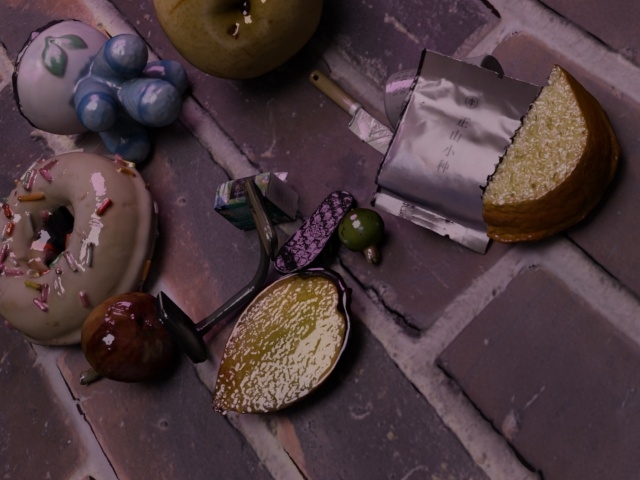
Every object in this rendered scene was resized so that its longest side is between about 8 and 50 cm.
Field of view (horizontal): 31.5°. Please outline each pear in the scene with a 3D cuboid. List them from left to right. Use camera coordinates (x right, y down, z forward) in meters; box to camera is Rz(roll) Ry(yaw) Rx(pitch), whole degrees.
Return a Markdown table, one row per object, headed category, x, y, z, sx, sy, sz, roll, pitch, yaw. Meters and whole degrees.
| category | x | y | z | sx | sy | sz | roll | pitch | yaw |
| --- | --- | --- | --- | --- | --- | --- | --- | --- | --- |
| pear | -0.147 | -0.437 | 1.981 | 0.309 | 0.309 | 0.309 | -18 | 56 | 28 |

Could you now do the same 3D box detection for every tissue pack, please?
| category | x | y | z | sx | sy | sz | roll | pitch | yaw |
| --- | --- | --- | --- | --- | --- | --- | --- | --- | --- |
| tissue pack | -0.104 | -0.074 | 1.875 | 0.111 | 0.085 | 0.079 | -11 | 58 | 33 |

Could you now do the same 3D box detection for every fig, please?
| category | x | y | z | sx | sy | sz | roll | pitch | yaw |
| --- | --- | --- | --- | --- | --- | --- | --- | --- | --- |
| fig | -0.346 | 0.166 | 1.883 | 0.230 | 0.143 | 0.160 | -8 | 30 | 41 |

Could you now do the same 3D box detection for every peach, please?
| category | x | y | z | sx | sy | sz | roll | pitch | yaw |
| --- | --- | --- | --- | --- | --- | --- | --- | --- | --- |
| peach | -0.049 | 0.167 | 1.710 | 0.279 | 0.068 | 0.189 | -42 | 55 | 8 |

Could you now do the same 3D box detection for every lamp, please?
| category | x | y | z | sx | sy | sz | roll | pitch | yaw |
| --- | --- | --- | --- | --- | --- | --- | --- | --- | --- |
| lamp | -0.139 | 0.068 | 1.752 | 0.283 | 0.124 | 0.203 | -51 | 19 | 10 |

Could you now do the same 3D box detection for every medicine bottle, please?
| category | x | y | z | sx | sy | sz | roll | pitch | yaw |
| --- | --- | --- | --- | --- | --- | --- | --- | --- | --- |
| medicine bottle | 0.189 | -0.220 | 1.728 | 0.168 | 0.105 | 0.105 | -5 | 62 | 35 |

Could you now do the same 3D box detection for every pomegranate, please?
| category | x | y | z | sx | sy | sz | roll | pitch | yaw |
| --- | --- | --- | --- | --- | --- | --- | --- | --- | --- |
| pomegranate | 0.070 | -0.011 | 1.728 | 0.084 | 0.073 | 0.073 | 36 | 88 | 7 |

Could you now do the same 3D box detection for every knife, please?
| category | x | y | z | sx | sy | sz | roll | pitch | yaw |
| --- | --- | --- | --- | --- | --- | --- | --- | --- | --- |
| knife | 0.062 | -0.200 | 1.871 | 0.047 | 0.017 | 0.298 | -50 | 51 | 5 |

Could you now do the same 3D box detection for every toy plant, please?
| category | x | y | z | sx | sy | sz | roll | pitch | yaw |
| --- | --- | --- | --- | --- | --- | --- | --- | --- | --- |
| toy plant | -0.388 | -0.277 | 2.128 | 0.332 | 0.247 | 0.247 | 21 | 79 | 35 |

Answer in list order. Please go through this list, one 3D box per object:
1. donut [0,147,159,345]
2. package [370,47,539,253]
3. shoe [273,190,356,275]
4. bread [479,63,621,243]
| category | x | y | z | sx | sy | sz | roll | pitch | yaw |
| --- | --- | --- | --- | --- | --- | --- | --- | --- | --- |
| donut | -0.461 | 0.003 | 2.041 | 0.382 | 0.142 | 0.383 | -16 | 61 | 31 |
| package | 0.196 | -0.132 | 1.654 | 0.203 | 0.062 | 0.251 | 24 | 102 | 27 |
| shoe | 0.000 | 0.000 | 1.786 | 0.071 | 0.049 | 0.179 | 18 | 58 | 36 |
| bread | 0.329 | -0.105 | 1.546 | 0.134 | 0.129 | 0.260 | 22 | 81 | 35 |
